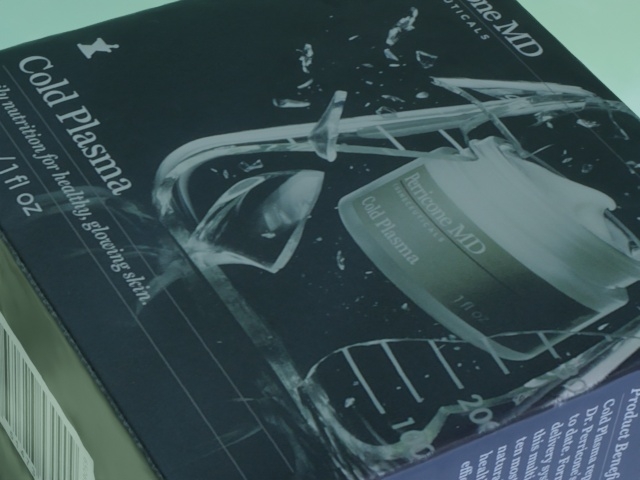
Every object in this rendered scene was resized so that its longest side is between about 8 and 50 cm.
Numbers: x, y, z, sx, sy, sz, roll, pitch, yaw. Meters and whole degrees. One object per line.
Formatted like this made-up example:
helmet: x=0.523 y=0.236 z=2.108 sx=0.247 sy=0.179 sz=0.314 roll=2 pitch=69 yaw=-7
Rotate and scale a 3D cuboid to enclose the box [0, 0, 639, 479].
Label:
box: x=0.004 y=0.058 z=1.369 sx=0.472 sy=0.480 sz=0.297 roll=-19 pitch=139 yaw=-26
